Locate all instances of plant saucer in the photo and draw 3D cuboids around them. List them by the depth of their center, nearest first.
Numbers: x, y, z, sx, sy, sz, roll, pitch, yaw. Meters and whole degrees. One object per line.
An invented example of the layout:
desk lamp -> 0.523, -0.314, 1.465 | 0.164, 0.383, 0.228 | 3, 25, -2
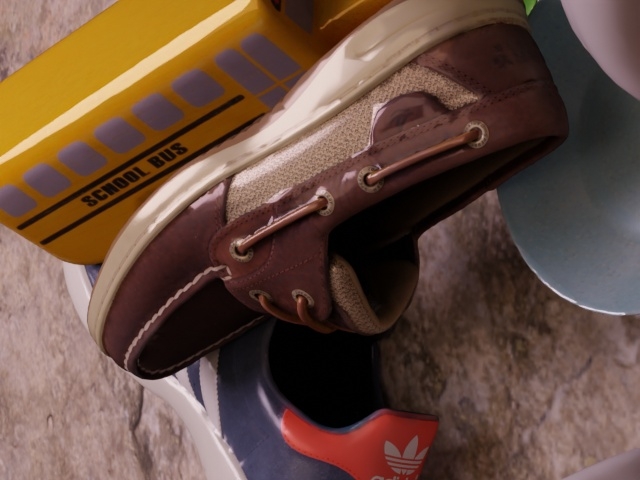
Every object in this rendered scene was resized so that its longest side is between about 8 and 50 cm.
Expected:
plant saucer -> 0.167, -0.058, 0.881 | 0.195, 0.037, 0.195 | -9, 78, 49

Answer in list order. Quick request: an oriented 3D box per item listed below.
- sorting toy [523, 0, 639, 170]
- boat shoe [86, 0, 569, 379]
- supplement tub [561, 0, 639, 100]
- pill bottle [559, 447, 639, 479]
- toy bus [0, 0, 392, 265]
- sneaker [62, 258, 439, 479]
sorting toy -> 0.162, -0.106, 0.948 | 0.193, 0.038, 0.208 | -22, 73, 48
boat shoe -> 0.000, 0.000, 0.963 | 0.342, 0.123, 0.123 | -39, 66, 29
supplement tub -> 0.174, -0.232, 0.755 | 0.235, 0.235, 0.325 | -53, 37, 35
pill bottle -> 0.194, 0.257, 0.803 | 0.169, 0.169, 0.301 | -56, 49, 33
toy bus -> -0.064, -0.102, 1.084 | 0.333, 0.130, 0.108 | -28, 41, 33
sneaker -> -0.042, 0.056, 1.136 | 0.350, 0.131, 0.148 | 48, 114, 35
